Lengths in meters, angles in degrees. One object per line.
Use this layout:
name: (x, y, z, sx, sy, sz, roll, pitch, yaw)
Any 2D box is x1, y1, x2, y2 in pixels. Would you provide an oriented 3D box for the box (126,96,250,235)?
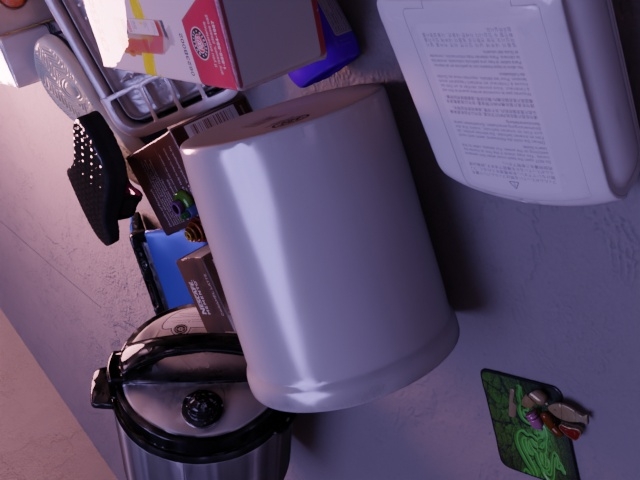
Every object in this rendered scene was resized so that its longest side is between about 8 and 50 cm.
box: (-0.210, -0.130, 1.587, 0.203, 0.168, 0.167, -17, 103, 56)

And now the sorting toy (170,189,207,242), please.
sorting toy: (-0.225, -0.037, 1.489, 0.102, 0.042, 0.061, 51, 146, 9)

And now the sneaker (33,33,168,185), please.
sneaker: (-0.389, -0.269, 1.677, 0.131, 0.148, 0.350, 1, 137, 44)

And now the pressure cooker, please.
pressure cooker: (-0.227, 0.334, 1.783, 0.375, 0.370, 0.420, 34, 142, 27)

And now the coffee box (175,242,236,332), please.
coffee box: (-0.103, 0.038, 1.506, 0.098, 0.246, 0.141, -7, 109, 54)

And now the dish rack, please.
dish rack: (-0.296, -0.366, 1.511, 0.285, 0.072, 0.333, -17, 111, 28)

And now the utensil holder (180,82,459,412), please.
utensil holder: (0.000, 0.000, 1.281, 0.327, 0.327, 0.386, 5, 116, 51)

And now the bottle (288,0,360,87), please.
bottle: (-0.051, -0.366, 1.272, 0.118, 0.092, 0.283, -25, 94, 53)

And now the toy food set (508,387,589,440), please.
toy food set: (0.336, 0.256, 1.297, 0.122, 0.019, 0.078, 20, 130, 34)

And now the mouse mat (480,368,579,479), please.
mouse mat: (0.322, 0.291, 1.362, 0.152, 0.007, 0.190, 7, 121, 50)

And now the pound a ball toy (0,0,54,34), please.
pound a ball toy: (-0.540, -0.500, 1.602, 0.135, 0.319, 0.208, 12, 123, 48)

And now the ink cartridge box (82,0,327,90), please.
ink cartridge box: (-0.192, -0.376, 1.220, 0.384, 0.160, 0.279, 20, 131, 48)

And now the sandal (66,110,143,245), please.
sandal: (-0.376, -0.104, 1.603, 0.168, 0.107, 0.446, 63, 158, 4)

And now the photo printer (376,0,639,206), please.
photo printer: (0.222, -0.171, 1.002, 0.256, 0.107, 0.308, 12, 140, 44)

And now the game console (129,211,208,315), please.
game console: (-0.310, 0.080, 2.005, 0.250, 0.173, 0.293, -119, 15, -67)

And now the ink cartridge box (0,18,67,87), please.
ink cartridge box: (-0.519, -0.382, 1.719, 0.172, 0.237, 0.100, 20, 130, 55)
